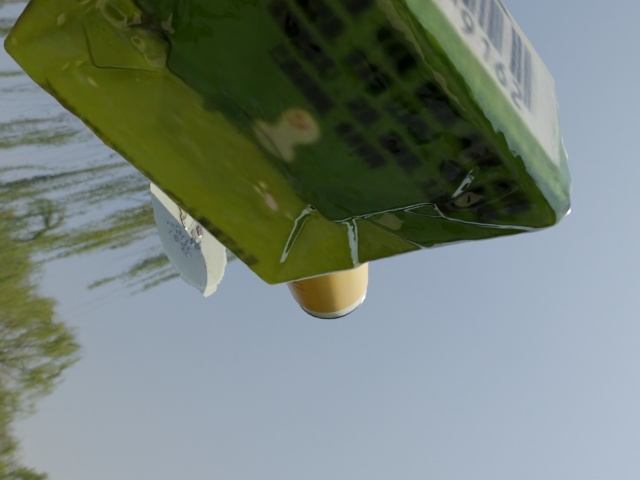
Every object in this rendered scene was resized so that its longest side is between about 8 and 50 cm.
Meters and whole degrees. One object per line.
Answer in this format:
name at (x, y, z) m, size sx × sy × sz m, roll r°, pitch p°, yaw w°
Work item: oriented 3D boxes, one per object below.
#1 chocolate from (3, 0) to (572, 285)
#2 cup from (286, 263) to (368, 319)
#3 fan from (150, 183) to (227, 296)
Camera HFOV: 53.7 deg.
chocolate at (-0.020, -0.118, 0.444) m, size 0.289 × 0.137 × 0.301 m, roll -17°, pitch -53°, yaw 46°
cup at (0.000, 0.000, 1.029) m, size 0.196 × 0.196 × 0.279 m, roll 33°, pitch -28°, yaw 33°
fan at (-0.211, -0.074, 1.134) m, size 0.012 × 0.414 × 0.233 m, roll -17°, pitch -58°, yaw 14°
